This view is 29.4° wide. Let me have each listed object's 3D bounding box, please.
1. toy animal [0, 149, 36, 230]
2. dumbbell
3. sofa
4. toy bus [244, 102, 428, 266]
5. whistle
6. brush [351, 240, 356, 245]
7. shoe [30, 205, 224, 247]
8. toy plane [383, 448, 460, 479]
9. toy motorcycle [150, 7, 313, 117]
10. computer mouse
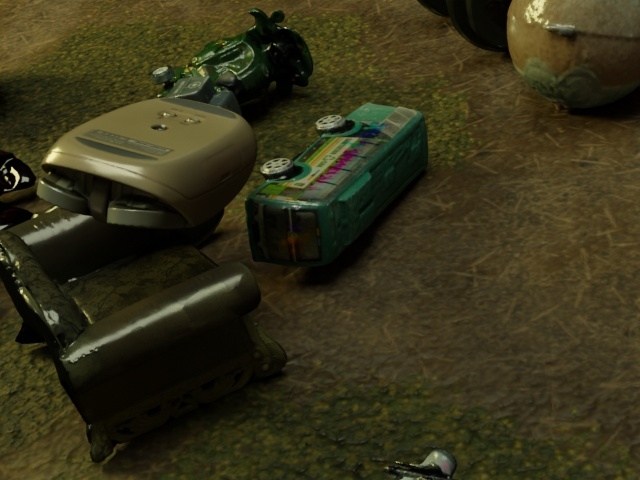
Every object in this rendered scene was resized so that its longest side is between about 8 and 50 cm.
[{"bbox_3d":[-0.424,-0.043,1.412,0.218,0.116,0.179,40,83,20],"label":"toy animal"},{"bbox_3d":[0.220,-0.362,1.599,0.192,0.192,0.290,-18,33,-10],"label":"dumbbell"},{"bbox_3d":[-0.176,0.038,1.095,0.200,0.182,0.258,-23,33,-20],"label":"sofa"},{"bbox_3d":[0.020,-0.063,1.272,0.109,0.091,0.262,8,32,28],"label":"toy bus"},{"bbox_3d":[0.335,-0.248,1.453,0.189,0.189,0.348,10,17,30],"label":"whistle"},{"bbox_3d":[0.000,0.000,1.262,0.083,0.013,0.016,-3,30,20],"label":"brush"},{"bbox_3d":[-0.216,-0.026,1.300,0.227,0.099,0.112,-22,26,-16],"label":"shoe"},{"bbox_3d":[0.011,0.215,0.855,0.246,0.078,0.169,7,64,31],"label":"toy plane"},{"bbox_3d":[-0.111,-0.192,1.508,0.187,0.125,0.275,-8,33,23],"label":"toy motorcycle"},{"bbox_3d":[-0.148,-0.065,1.089,0.145,0.082,0.236,16,24,14],"label":"computer mouse"}]
